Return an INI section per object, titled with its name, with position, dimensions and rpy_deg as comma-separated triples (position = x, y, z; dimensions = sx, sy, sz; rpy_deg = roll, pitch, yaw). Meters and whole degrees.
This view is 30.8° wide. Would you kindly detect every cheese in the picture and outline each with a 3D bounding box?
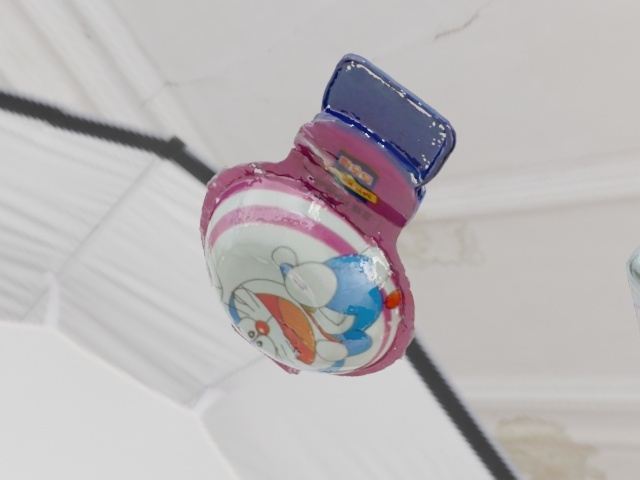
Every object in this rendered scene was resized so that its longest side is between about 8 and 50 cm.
[cheese]
position = 0.000, 0.000, 0.665
dimensions = 0.155, 0.062, 0.244
rpy_deg = 38, -43, 7

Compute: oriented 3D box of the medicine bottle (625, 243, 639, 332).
[medicine bottle]
position = 0.226, 0.062, 0.572
dimensions = 0.119, 0.094, 0.188
rpy_deg = 47, -8, 39
